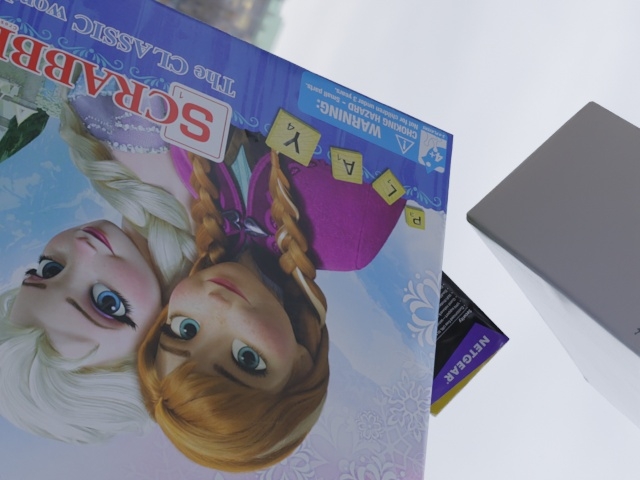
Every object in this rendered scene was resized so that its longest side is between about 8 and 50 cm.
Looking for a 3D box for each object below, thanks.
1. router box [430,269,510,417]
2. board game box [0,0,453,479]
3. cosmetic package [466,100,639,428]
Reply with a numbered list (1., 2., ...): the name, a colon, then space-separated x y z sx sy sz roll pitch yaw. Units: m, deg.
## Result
1. router box: 0.000 0.000 1.085 0.081 0.243 0.309 -45 -171 -3
2. board game box: -0.090 0.028 0.698 0.066 0.318 0.318 -41 -145 51
3. cosmetic package: 0.256 0.050 1.008 0.138 0.225 0.224 -43 -143 -2
